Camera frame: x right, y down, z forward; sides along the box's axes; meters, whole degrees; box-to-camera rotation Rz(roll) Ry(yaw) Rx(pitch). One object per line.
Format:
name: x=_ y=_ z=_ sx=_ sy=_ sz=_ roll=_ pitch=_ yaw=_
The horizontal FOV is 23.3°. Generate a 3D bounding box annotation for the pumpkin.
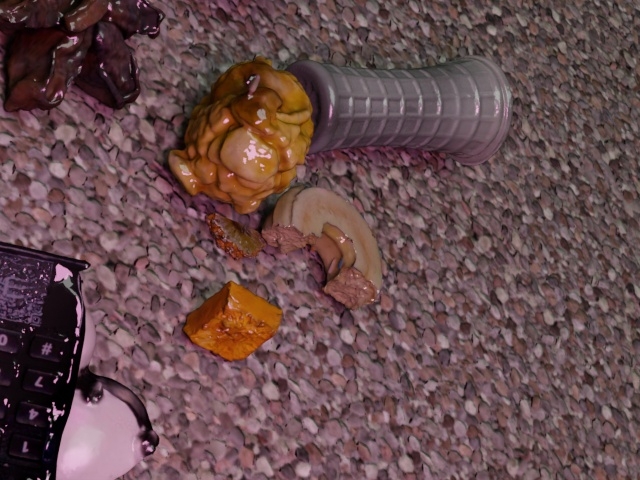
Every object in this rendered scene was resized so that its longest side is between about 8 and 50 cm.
pumpkin: x=-0.092 y=0.086 z=1.640 sx=0.074 sy=0.083 sz=0.054 roll=33 pitch=34 yaw=-28

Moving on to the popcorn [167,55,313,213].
popcorn: x=-0.078 y=-0.109 z=1.712 sx=0.140 sy=0.163 sz=0.194 roll=33 pitch=15 yaw=-16

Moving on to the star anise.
star anise: x=-0.258 y=-0.223 z=1.626 sx=0.214 sy=0.099 sz=0.220 roll=53 pitch=52 yaw=-29

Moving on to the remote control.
remote control: x=-0.285 y=0.198 z=1.259 sx=0.144 sy=0.062 sz=0.399 roll=13 pitch=92 yaw=-3

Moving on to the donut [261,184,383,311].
donut: x=0.003 y=-0.001 z=1.781 sx=0.166 sy=0.065 sz=0.108 roll=38 pitch=38 yaw=-26

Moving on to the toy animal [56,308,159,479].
toy animal: x=-0.272 y=0.139 z=1.375 sx=0.187 sy=0.165 sz=0.235 roll=-35 pitch=97 yaw=-26

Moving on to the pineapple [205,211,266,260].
pineapple: x=-0.093 y=-0.001 z=1.730 sx=0.083 sy=0.019 sz=0.045 roll=27 pitch=48 yaw=-34

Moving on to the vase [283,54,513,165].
vase: x=0.085 y=-0.162 z=1.910 sx=0.299 sy=0.143 sz=0.143 roll=-3 pitch=70 yaw=-40
